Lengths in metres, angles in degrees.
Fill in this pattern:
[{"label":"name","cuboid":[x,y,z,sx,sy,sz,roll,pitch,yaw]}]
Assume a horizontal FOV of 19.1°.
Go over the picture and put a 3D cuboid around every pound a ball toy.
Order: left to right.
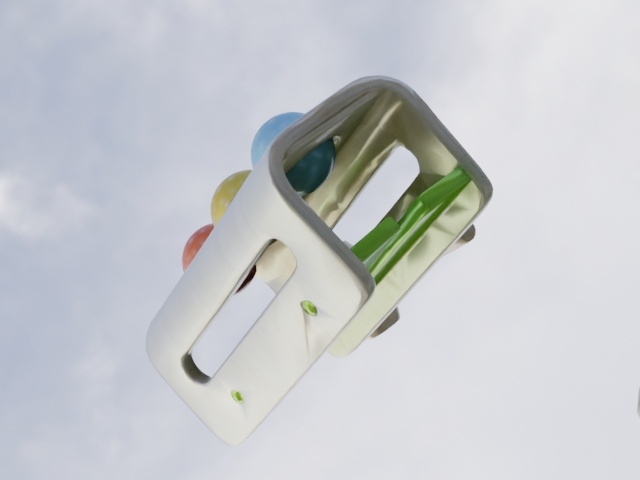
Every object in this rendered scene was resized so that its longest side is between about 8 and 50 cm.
[{"label":"pound a ball toy","cuboid":[0.000,0.000,1.288,0.208,0.136,0.319,-38,-7,-32]}]

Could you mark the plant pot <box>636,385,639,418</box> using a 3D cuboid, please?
[{"label":"plant pot","cuboid":[0.300,0.077,0.890,0.276,0.254,0.276,-49,-20,-24]}]
